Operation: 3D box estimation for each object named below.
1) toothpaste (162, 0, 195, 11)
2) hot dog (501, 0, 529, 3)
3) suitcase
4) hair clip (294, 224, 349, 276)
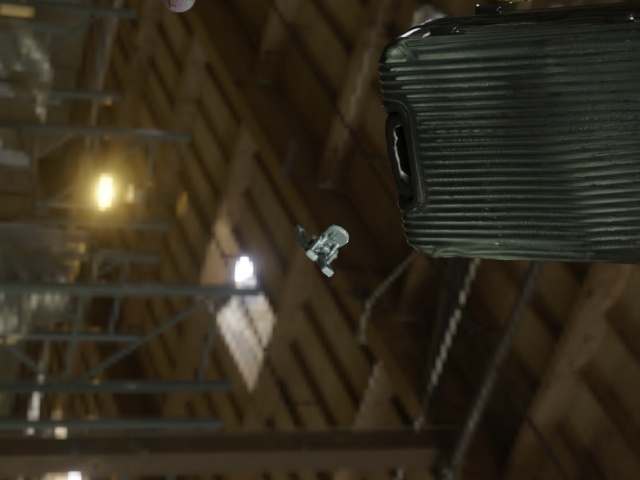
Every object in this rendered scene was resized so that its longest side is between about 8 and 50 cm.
[{"bbox_3d":[-0.108,-0.207,1.105,0.045,0.028,0.170,52,-10,5],"label":"toothpaste"},{"bbox_3d":[0.182,-0.292,1.637,0.049,0.122,0.037,-61,162,-22],"label":"hot dog"},{"bbox_3d":[0.203,-0.084,1.135,0.312,0.128,0.202,0,-71,33],"label":"suitcase"},{"bbox_3d":[0.001,0.001,1.276,0.039,0.030,0.115,-43,-167,-2],"label":"hair clip"}]
